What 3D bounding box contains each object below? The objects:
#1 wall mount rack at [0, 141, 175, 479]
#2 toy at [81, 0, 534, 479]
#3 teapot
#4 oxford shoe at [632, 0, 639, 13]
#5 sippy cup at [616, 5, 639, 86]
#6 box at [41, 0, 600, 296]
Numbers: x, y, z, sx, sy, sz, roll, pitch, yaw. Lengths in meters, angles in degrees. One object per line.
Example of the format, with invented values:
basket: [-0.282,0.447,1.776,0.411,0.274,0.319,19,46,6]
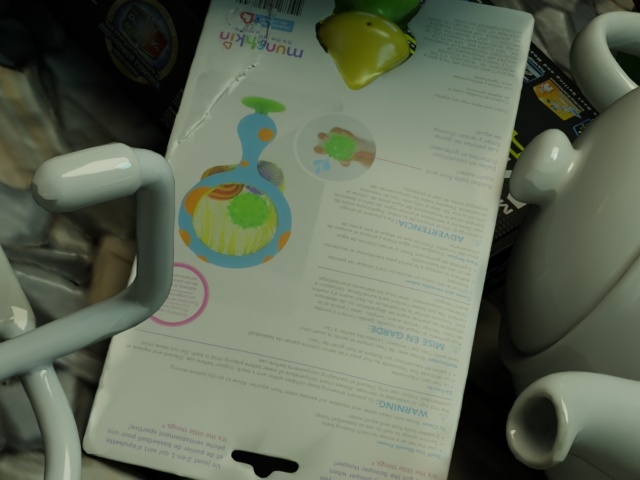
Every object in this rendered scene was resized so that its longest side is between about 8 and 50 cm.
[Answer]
wall mount rack: [-0.227,-0.026,0.642,0.304,0.130,0.350,-22,59,-17]
toy: [0.000,0.000,0.813,0.137,0.056,0.237,12,65,2]
teapot: [0.160,0.013,0.828,0.187,0.252,0.256,34,-10,-9]
oxford shoe: [0.258,-0.112,0.978,0.130,0.123,0.348,-31,84,-25]
sippy cup: [0.335,-0.102,1.132,0.240,0.224,0.305,47,36,15]
box: [0.009,-0.087,0.969,0.270,0.060,0.216,47,35,13]
